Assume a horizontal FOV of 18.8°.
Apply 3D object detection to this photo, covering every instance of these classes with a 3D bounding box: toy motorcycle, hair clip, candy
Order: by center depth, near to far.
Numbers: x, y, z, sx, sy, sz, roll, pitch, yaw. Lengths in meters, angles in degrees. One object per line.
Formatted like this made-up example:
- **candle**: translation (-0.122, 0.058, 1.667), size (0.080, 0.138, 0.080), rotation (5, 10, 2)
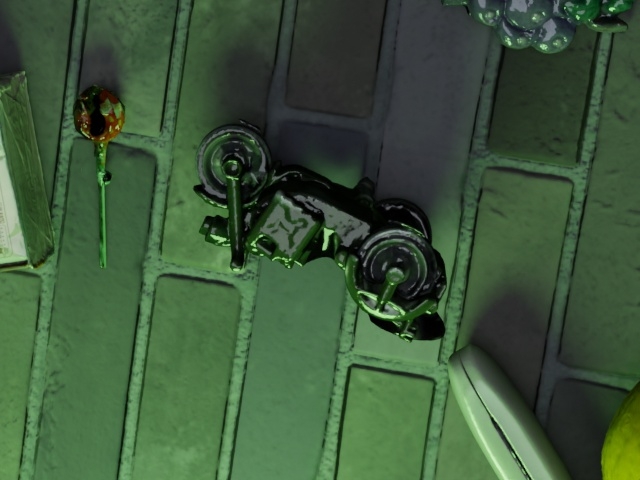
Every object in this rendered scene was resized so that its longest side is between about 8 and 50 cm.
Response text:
- **toy motorcycle**: translation (0.000, 0.000, 1.780), size (0.275, 0.205, 0.127), rotation (23, 103, -3)
- **hair clip**: translation (0.208, -0.236, 1.798), size (0.195, 0.052, 0.124), rotation (-6, 109, 0)
- **candy**: translation (-0.213, -0.060, 1.880), size (0.055, 0.049, 0.184), rotation (14, 112, 36)

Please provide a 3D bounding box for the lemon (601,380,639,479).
- **lemon**: translation (0.391, 0.196, 1.753), size (0.263, 0.236, 0.236), rotation (-7, 99, -9)

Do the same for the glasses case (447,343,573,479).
- **glasses case**: translation (0.192, 0.204, 1.847), size (0.059, 0.092, 0.233), rotation (-32, 96, 9)

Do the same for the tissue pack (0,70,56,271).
- **tissue pack**: translation (-0.385, -0.052, 1.853), size (0.225, 0.124, 0.185), rotation (-8, 99, 8)
